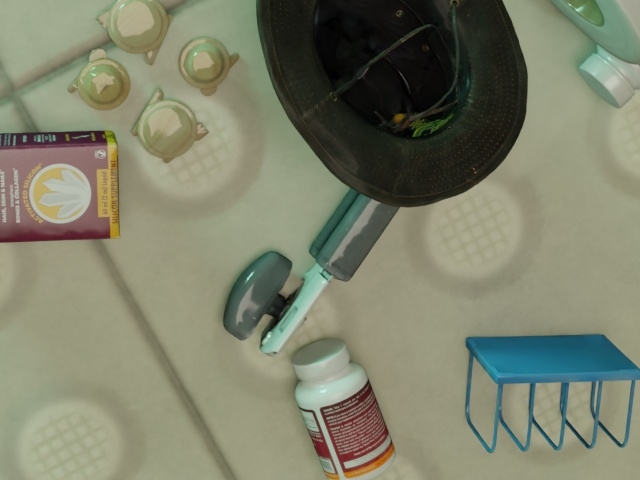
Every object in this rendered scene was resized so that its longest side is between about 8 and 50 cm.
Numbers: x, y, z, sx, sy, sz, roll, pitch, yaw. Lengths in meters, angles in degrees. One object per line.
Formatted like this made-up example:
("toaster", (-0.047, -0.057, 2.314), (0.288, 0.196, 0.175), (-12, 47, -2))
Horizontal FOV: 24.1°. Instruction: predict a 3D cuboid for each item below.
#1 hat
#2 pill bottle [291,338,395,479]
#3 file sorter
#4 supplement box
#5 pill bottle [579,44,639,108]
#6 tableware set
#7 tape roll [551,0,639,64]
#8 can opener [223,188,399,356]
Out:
("hat", (0.053, -0.191, 1.565), (0.331, 0.134, 0.331), (3, 83, -28))
("pill bottle", (0.023, 0.191, 1.688), (0.086, 0.086, 0.152), (-22, 107, -6))
("file sorter", (0.261, 0.176, 1.720), (0.170, 0.118, 0.104), (-1, 108, -12))
("supplement box", (-0.305, -0.056, 1.562), (0.188, 0.081, 0.104), (-3, 104, -11))
("pill bottle", (0.356, -0.216, 1.661), (0.137, 0.078, 0.078), (-45, 108, 2))
("tableware set", (-0.177, -0.174, 1.592), (0.169, 0.020, 0.141), (34, 97, -18))
("tape roll", (0.308, -0.324, 1.538), (0.169, 0.246, 0.246), (-43, 108, 0))
("can opener", (0.000, 0.000, 1.642), (0.095, 0.076, 0.283), (33, 94, -18))
